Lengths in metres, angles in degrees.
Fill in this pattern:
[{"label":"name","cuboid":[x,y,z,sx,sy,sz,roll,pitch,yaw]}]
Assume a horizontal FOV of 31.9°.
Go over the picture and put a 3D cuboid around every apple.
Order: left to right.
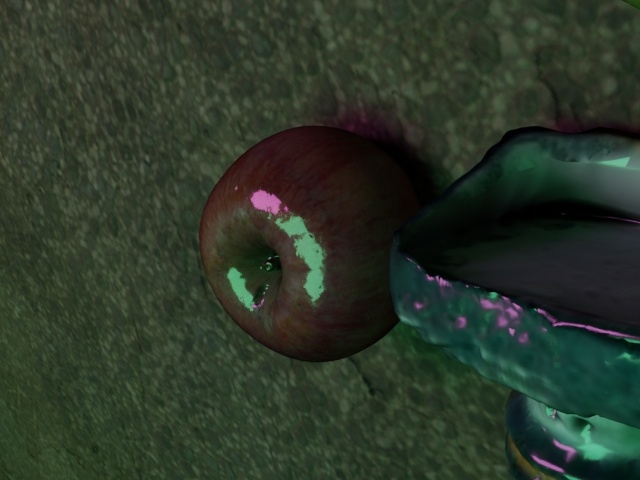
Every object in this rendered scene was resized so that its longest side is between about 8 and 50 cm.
[{"label":"apple","cuboid":[0.000,0.000,0.732,0.153,0.120,0.153,21,122,37]}]

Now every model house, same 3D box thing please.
[{"label":"model house","cuboid":[0.181,0.109,0.568,0.253,0.184,0.291,15,129,37]}]

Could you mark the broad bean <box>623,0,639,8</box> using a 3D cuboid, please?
[{"label":"broad bean","cuboid":[0.161,-0.200,0.427,0.291,0.119,0.237,18,118,37]}]
